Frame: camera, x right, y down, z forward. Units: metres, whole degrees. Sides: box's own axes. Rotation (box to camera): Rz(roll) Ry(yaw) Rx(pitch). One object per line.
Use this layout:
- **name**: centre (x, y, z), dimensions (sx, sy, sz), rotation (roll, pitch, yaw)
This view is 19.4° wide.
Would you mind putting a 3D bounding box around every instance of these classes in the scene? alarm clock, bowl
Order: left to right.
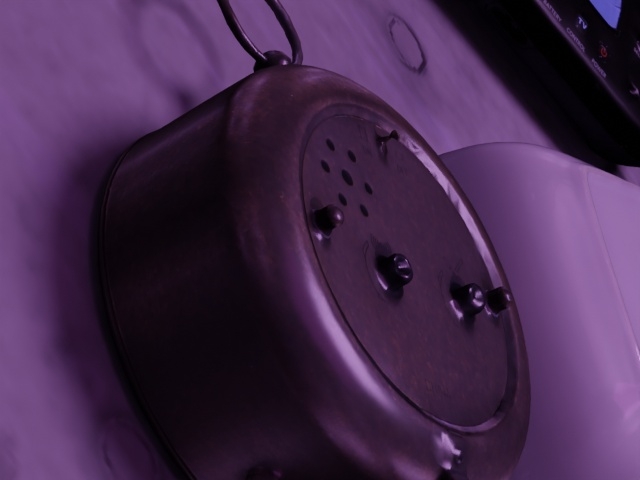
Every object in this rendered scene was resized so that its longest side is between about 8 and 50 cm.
- **alarm clock**: centre (0.000, 0.000, 0.508), dimensions (0.129, 0.064, 0.192), rotation (22, 44, -50)
- **bowl**: centre (0.103, 0.032, 0.654), dimensions (0.142, 0.053, 0.142), rotation (20, 50, -50)

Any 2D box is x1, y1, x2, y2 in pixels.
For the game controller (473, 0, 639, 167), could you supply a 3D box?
- **game controller**: centre (0.067, -0.171, 0.758), dimensions (0.319, 0.067, 0.166), rotation (45, 32, -26)
